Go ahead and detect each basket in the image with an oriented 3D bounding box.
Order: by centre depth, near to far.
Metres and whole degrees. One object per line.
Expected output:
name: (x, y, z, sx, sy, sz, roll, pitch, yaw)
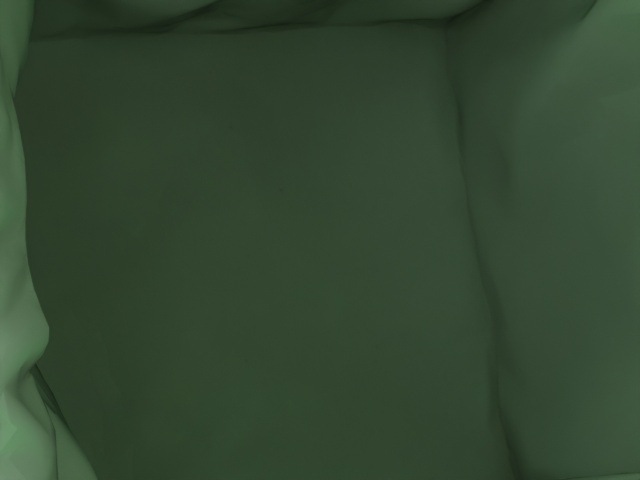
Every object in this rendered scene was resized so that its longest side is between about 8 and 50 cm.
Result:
basket: (0.000, 0.000, 0.659, 0.331, 0.328, 0.266, -6, 169, -21)
